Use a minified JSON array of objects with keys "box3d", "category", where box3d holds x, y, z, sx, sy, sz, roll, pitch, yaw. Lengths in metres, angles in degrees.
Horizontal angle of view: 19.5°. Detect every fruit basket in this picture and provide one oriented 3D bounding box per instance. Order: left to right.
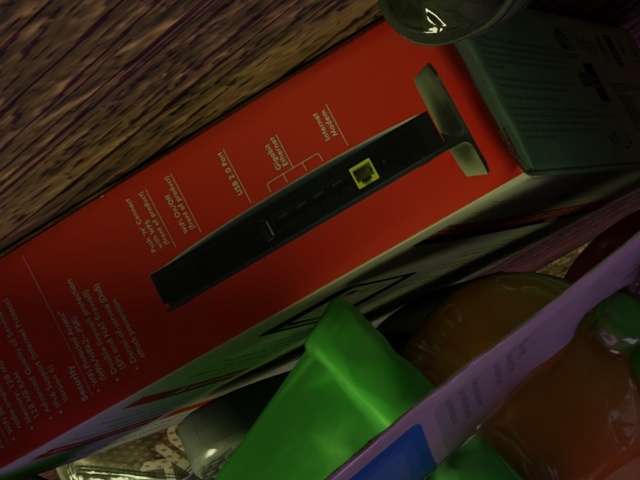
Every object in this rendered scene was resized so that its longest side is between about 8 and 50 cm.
[{"box3d":[0.123,0.079,0.798,0.353,0.165,0.327,-34,158,-9],"category":"fruit basket"}]

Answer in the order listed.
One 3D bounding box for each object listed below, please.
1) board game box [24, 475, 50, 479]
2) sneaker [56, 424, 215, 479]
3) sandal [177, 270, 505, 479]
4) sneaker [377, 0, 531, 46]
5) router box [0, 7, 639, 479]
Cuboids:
[{"box3d":[-0.180,0.142,0.789,0.194,0.060,0.194,0,-171,-44],"category":"board game box"},{"box3d":[-0.055,0.100,1.200,0.276,0.135,0.097,-29,171,8],"category":"sneaker"},{"box3d":[0.047,0.052,0.934,0.254,0.054,0.097,-14,161,-24],"category":"sandal"},{"box3d":[0.039,-0.096,0.480,0.089,0.051,0.170,-16,167,-36],"category":"sneaker"},{"box3d":[0.000,0.000,0.886,0.301,0.082,0.335,-30,173,20],"category":"router box"}]
